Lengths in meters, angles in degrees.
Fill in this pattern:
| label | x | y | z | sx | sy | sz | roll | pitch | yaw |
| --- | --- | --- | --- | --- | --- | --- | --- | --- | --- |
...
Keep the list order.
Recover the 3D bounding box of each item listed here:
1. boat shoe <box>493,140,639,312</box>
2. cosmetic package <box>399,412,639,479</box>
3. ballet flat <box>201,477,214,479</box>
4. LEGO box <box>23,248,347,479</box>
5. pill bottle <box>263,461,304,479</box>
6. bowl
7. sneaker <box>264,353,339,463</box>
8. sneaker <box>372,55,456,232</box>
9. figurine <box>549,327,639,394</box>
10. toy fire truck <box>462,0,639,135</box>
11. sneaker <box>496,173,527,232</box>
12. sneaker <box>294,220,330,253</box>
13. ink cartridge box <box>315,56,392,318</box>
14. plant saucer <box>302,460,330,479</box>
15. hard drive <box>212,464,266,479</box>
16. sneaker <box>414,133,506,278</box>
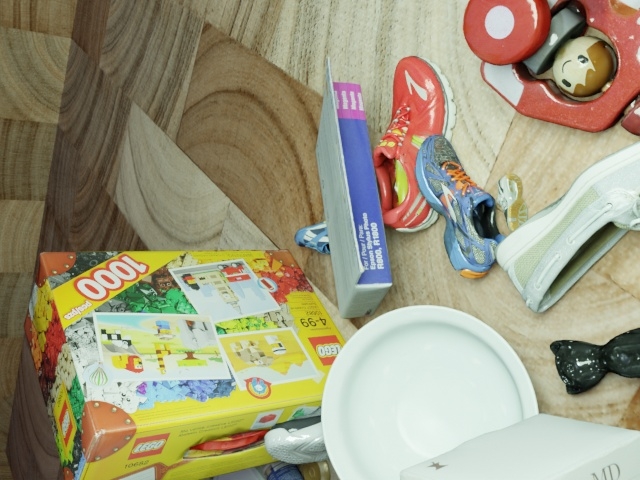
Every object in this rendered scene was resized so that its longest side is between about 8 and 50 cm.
| label | x | y | z | sx | sy | sz | roll | pitch | yaw |
| --- | --- | --- | --- | --- | --- | --- | --- | --- | --- |
| boat shoe | 0.338 | -0.022 | 0.828 | 0.320 | 0.118 | 0.103 | -46 | 61 | 47 |
| cosmetic package | 0.259 | 0.450 | 0.766 | 0.161 | 0.230 | 0.454 | -11 | 91 | 61 |
| ballet flat | -0.340 | 0.493 | 1.698 | 0.147 | 0.146 | 0.409 | -13 | 80 | 52 |
| LEGO box | -0.219 | 0.207 | 1.235 | 0.372 | 0.500 | 0.193 | 56 | 131 | 36 |
| pill bottle | -0.061 | 0.491 | 1.381 | 0.120 | 0.067 | 0.067 | 54 | 130 | 38 |
| bowl | 0.159 | 0.248 | 0.993 | 0.297 | 0.134 | 0.298 | -4 | 77 | 17 |
| sneaker | 0.025 | 0.258 | 1.116 | 0.101 | 0.268 | 0.153 | 115 | 143 | -47 |
| sneaker | 0.135 | -0.152 | 1.084 | 0.107 | 0.118 | 0.279 | 0 | 91 | 51 |
| figurine | 0.369 | 0.205 | 0.815 | 0.209 | 0.092 | 0.215 | -28 | 69 | 58 |
| toy fire truck | 0.333 | -0.257 | 0.808 | 0.254 | 0.169 | 0.302 | 48 | 129 | 18 |
| sneaker | 0.268 | -0.051 | 0.987 | 0.037 | 0.031 | 0.083 | 158 | 111 | -67 |
| sneaker | 0.000 | 0.000 | 1.316 | 0.144 | 0.053 | 0.059 | -16 | 79 | 53 |
| ink cartridge box | 0.051 | -0.065 | 1.098 | 0.330 | 0.071 | 0.324 | 105 | 158 | -73 |
| plant saucer | -0.012 | 0.451 | 1.360 | 0.083 | 0.015 | 0.084 | 1 | 91 | 53 |
| hard drive | -0.140 | 0.582 | 1.509 | 0.307 | 0.040 | 0.203 | 35 | 117 | 47 |
| sneaker | 0.211 | -0.060 | 1.014 | 0.087 | 0.083 | 0.221 | -41 | 67 | 53 |
